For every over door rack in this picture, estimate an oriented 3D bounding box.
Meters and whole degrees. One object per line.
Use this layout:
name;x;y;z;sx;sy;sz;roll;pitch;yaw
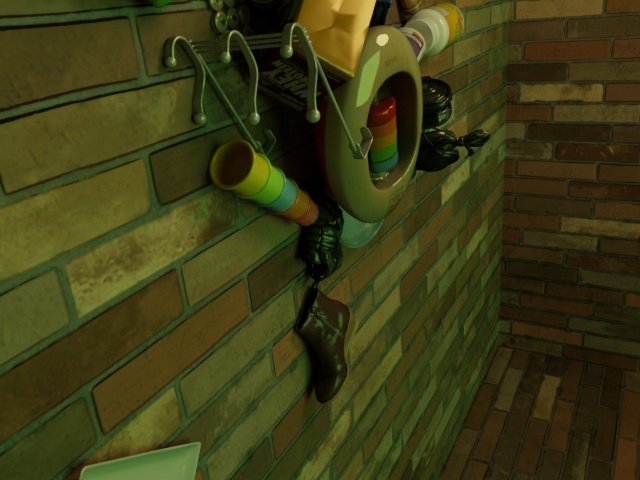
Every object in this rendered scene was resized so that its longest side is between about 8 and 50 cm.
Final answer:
over door rack;-0.078;-0.217;0.985;0.324;0.240;0.108;44;57;-56

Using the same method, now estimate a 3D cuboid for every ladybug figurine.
ladybug figurine;0.093;-0.237;1.262;0.305;0.162;0.449;-39;138;-36

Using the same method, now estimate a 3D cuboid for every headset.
headset;0.302;-0.287;1.480;0.394;0.185;0.243;-78;157;-68

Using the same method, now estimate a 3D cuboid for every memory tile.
memory tile;-0.158;-0.410;1.031;0.113;0.012;0.147;-44;134;-49

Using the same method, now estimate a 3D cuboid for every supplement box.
supplement box;-0.020;-0.372;1.066;0.129;0.194;0.191;23;73;-26

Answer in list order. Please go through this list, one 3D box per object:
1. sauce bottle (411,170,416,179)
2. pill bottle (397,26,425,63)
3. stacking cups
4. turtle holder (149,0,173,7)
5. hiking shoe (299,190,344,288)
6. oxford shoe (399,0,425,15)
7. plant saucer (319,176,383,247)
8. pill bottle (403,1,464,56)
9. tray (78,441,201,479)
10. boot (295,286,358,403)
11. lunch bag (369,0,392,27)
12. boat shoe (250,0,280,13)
sauce bottle;0.183;-0.304;1.584;0.111;0.112;0.344;-62;147;-33
pill bottle;0.208;-0.481;1.592;0.193;0.108;0.108;-63;146;-33
stacking cups;-0.087;-0.093;1.151;0.316;0.096;0.095;31;69;-60
turtle holder;-0.166;-0.508;0.802;0.228;0.320;0.243;1;61;-36
hiking shoe;0.000;0.000;1.345;0.114;0.086;0.226;-53;141;-48
oxford shoe;0.284;-0.755;1.710;0.076;0.076;0.212;51;51;-40
plant saucer;0.088;-0.140;1.490;0.318;0.044;0.317;-19;114;-52
pill bottle;0.330;-0.625;1.752;0.246;0.137;0.136;-43;133;-50
tray;-0.300;0.411;0.947;0.270;0.030;0.145;20;79;-61
boot;-0.004;0.257;1.435;0.207;0.090;0.248;39;63;-44
lunch bag;0.091;-0.538;1.179;0.293;0.138;0.220;175;-76;-78
boat shoe;-0.092;-0.536;1.066;0.095;0.095;0.257;75;26;-79
